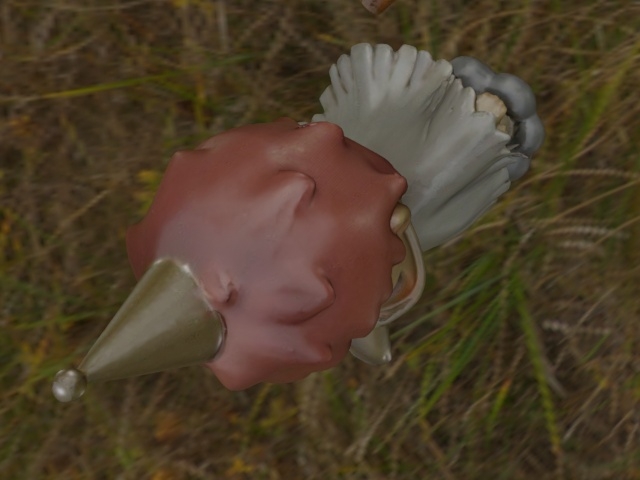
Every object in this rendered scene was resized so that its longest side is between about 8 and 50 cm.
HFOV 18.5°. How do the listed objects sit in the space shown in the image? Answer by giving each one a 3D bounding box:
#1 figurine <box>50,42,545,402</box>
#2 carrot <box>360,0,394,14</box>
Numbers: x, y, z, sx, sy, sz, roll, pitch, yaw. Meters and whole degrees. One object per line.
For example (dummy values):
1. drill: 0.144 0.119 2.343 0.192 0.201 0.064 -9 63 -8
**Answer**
1. figurine: 0.000 0.000 1.103 0.207 0.387 0.166 -13 107 36
2. carrot: 0.061 -0.186 1.293 0.032 0.032 0.093 48 122 8
